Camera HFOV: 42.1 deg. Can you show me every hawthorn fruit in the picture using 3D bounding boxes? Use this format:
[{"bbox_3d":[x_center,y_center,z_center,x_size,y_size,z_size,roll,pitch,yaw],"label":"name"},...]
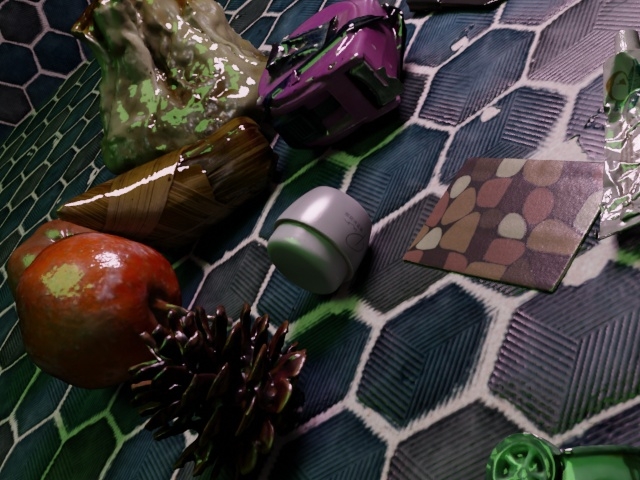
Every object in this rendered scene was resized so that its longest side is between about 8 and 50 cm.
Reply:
[{"bbox_3d":[-0.319,0.087,1.222,0.263,0.235,0.231,-45,37,18],"label":"hawthorn fruit"},{"bbox_3d":[-0.486,0.072,1.537,0.251,0.199,0.199,-35,30,49],"label":"hawthorn fruit"}]

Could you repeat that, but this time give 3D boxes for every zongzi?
[{"bbox_3d":[-0.231,-0.091,1.287,0.286,0.288,0.134,-37,71,16],"label":"zongzi"}]

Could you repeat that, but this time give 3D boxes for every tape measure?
[{"bbox_3d":[0.020,-0.262,1.269,0.245,0.149,0.232,-29,36,30],"label":"tape measure"}]

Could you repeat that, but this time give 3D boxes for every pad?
[{"bbox_3d":[0.200,-0.027,0.903,0.158,0.003,0.235,-56,30,-13],"label":"pad"}]

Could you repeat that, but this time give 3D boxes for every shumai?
[{"bbox_3d":[-0.273,-0.321,1.497,0.397,0.323,0.324,-20,19,20],"label":"shumai"}]

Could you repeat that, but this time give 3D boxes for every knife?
[{"bbox_3d":[0.215,-0.375,1.277,0.060,0.028,0.230,-42,30,-13],"label":"knife"}]

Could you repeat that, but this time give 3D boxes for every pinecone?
[{"bbox_3d":[-0.119,0.160,0.921,0.207,0.207,0.208,-33,33,25],"label":"pinecone"}]

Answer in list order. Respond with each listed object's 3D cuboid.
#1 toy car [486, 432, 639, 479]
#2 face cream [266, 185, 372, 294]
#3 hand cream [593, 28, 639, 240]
[{"bbox_3d":[0.107,0.240,0.590,0.305,0.136,0.125,-29,48,28],"label":"toy car"},{"bbox_3d":[0.000,0.000,1.025,0.117,0.117,0.104,0,47,53],"label":"face cream"},{"bbox_3d":[0.306,-0.111,0.815,0.084,0.050,0.257,-21,44,36],"label":"hand cream"}]
